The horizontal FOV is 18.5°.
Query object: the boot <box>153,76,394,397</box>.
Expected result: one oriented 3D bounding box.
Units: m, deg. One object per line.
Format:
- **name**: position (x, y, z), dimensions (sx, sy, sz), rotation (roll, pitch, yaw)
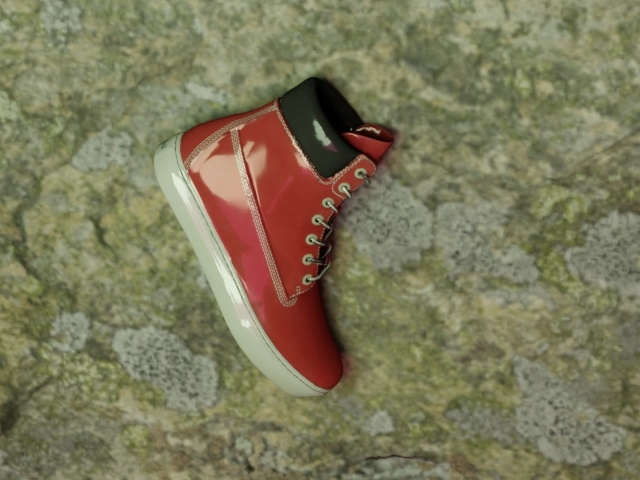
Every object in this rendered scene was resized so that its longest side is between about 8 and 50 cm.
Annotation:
- **boot**: position (0.000, 0.000, 1.539), dimensions (0.176, 0.088, 0.244), rotation (-21, 107, 20)
